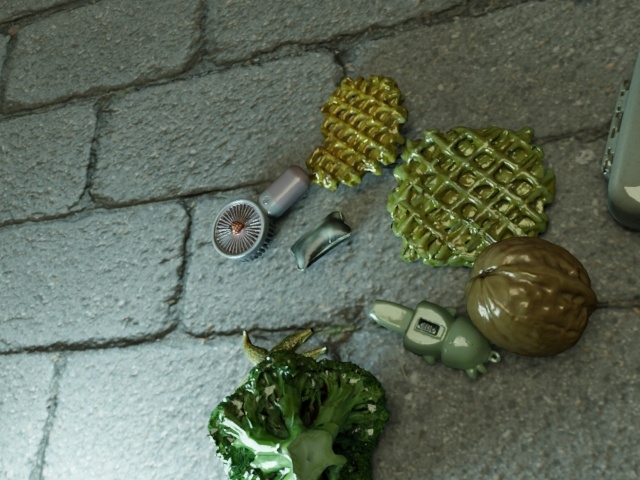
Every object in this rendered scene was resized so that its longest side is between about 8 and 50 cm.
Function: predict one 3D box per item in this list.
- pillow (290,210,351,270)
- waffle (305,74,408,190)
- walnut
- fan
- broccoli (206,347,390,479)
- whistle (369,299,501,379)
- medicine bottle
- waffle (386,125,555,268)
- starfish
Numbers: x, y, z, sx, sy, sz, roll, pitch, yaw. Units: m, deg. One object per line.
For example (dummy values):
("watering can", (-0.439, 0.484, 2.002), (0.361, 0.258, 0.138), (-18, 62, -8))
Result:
("pillow", (-0.001, -0.001, 1.355), (0.136, 0.055, 0.091), (-34, 60, 5))
("waffle", (0.067, -0.230, 1.399), (0.249, 0.056, 0.253), (-26, 57, 25))
("walnut", (0.343, 0.092, 1.103), (0.213, 0.213, 0.213), (-7, 68, 19))
("fan", (-0.121, -0.060, 1.402), (0.244, 0.074, 0.130), (-45, 60, 8))
("broccoli", (-0.024, 0.329, 1.126), (0.308, 0.275, 0.307), (3, 77, -12))
("whistle", (0.201, 0.163, 1.193), (0.245, 0.092, 0.110), (19, 80, 25))
("medicine bottle", (0.639, -0.186, 1.135), (0.283, 0.123, 0.374), (12, 74, 23))
("waffle", (0.274, -0.088, 1.270), (0.317, 0.073, 0.297), (-1, 70, 21))
("starfish", (-0.087, 0.252, 1.305), (0.223, 0.050, 0.216), (-39, 70, 10))
